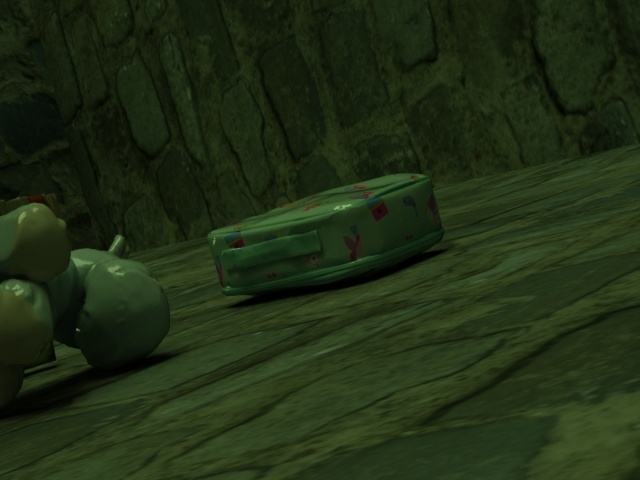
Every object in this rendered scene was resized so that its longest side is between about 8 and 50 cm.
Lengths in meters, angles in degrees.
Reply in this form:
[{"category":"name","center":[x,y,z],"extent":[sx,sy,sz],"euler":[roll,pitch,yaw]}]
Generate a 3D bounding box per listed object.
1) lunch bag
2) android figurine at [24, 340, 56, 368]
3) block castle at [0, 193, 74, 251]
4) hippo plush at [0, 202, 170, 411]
[{"category":"lunch bag","center":[0.000,0.000,1.855],"extent":[0.279,0.108,0.224],"euler":[-13,8,40]},{"category":"android figurine","center":[-0.459,0.160,1.741],"extent":[0.272,0.056,0.248],"euler":[-16,4,-15]},{"category":"block castle","center":[-0.553,0.082,2.138],"extent":[0.303,0.213,0.453],"euler":[-18,1,16]},{"category":"hippo plush","center":[-0.300,0.086,1.527],"extent":[0.236,0.234,0.294],"euler":[22,-6,-41]}]
